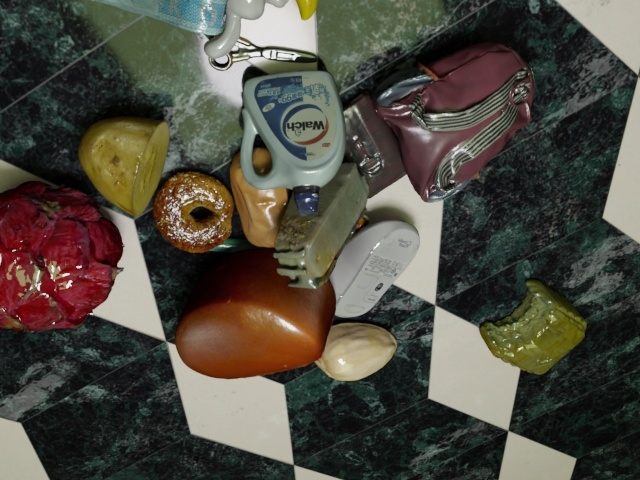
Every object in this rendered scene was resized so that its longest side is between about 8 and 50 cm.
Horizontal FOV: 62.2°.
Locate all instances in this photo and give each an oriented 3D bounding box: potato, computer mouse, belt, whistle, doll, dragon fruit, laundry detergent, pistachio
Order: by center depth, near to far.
[{"bbox_3d":[-0.305,-0.429,0.918,0.302,0.087,0.072,19,124,7],"label":"belt"},{"bbox_3d":[-0.126,-0.480,0.955,0.237,0.111,0.252,-14,116,-2],"label":"doll"},{"bbox_3d":[-0.055,-0.186,1.059,0.214,0.105,0.281,-3,82,2],"label":"laundry detergent"},{"bbox_3d":[-0.409,-0.166,1.074,0.158,0.178,0.204,18,132,-1],"label":"potato"},{"bbox_3d":[-0.576,0.035,1.076,0.329,0.329,0.329,-4,121,-7],"label":"dragon fruit"},{"bbox_3d":[-0.208,0.013,1.279,0.186,0.039,0.039,5,120,-12],"label":"whistle"},{"bbox_3d":[0.112,0.058,1.309,0.184,0.121,0.297,13,116,-40],"label":"computer mouse"},{"bbox_3d":[0.092,0.300,1.448,0.229,0.157,0.157,-6,122,-21],"label":"pistachio"}]

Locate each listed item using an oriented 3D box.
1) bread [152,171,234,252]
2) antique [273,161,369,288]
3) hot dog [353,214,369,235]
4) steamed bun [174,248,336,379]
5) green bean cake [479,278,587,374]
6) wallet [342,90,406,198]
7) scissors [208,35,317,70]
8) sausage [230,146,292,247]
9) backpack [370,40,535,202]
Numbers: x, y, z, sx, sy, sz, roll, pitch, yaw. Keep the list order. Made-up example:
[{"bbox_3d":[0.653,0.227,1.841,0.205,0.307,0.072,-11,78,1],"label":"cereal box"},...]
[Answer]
[{"bbox_3d":[-0.284,-0.061,1.192,0.193,0.064,0.193,-3,109,-8],"label":"bread"},{"bbox_3d":[-0.008,-0.031,1.122,0.150,0.284,0.125,1,140,29],"label":"antique"},{"bbox_3d":[0.000,0.000,1.274,0.252,0.069,0.131,-30,153,8],"label":"hot dog"},{"bbox_3d":[-0.168,0.164,1.215,0.379,0.235,0.248,-16,124,30],"label":"steamed bun"},{"bbox_3d":[0.606,0.253,1.510,0.233,0.124,0.236,30,112,-24],"label":"green bean cake"},{"bbox_3d":[0.088,-0.197,1.199,0.182,0.049,0.229,-35,122,8],"label":"wallet"},{"bbox_3d":[-0.114,-0.379,1.073,0.220,0.017,0.088,2,117,-11],"label":"scissors"},{"bbox_3d":[-0.124,-0.094,1.176,0.136,0.120,0.241,-5,115,6],"label":"sausage"},{"bbox_3d":[0.297,-0.259,1.108,0.317,0.197,0.283,-28,119,6],"label":"backpack"}]
